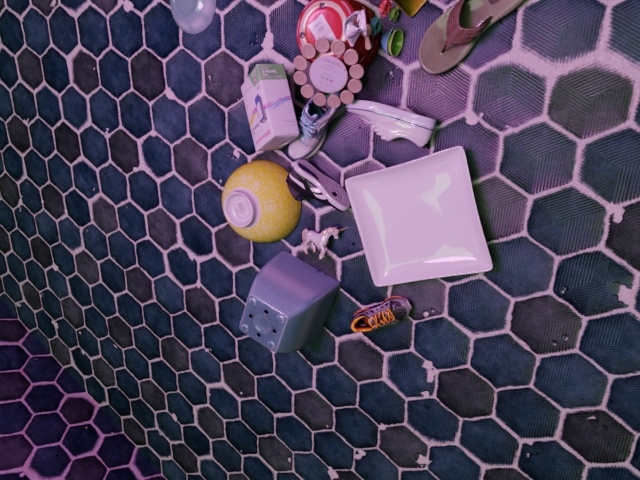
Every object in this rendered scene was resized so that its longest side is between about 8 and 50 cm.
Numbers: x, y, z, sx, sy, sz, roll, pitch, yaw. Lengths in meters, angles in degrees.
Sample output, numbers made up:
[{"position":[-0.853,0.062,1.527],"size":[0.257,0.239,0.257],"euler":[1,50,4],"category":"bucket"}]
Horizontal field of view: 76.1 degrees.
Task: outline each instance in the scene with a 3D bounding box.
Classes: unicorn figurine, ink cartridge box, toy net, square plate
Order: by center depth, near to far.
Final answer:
[{"position":[0.139,-0.526,1.000],"size":[0.045,0.232,0.122],"euler":[29,121,29],"category":"toy net"},{"position":[0.272,-0.054,1.164],"size":[0.347,0.049,0.343],"euler":[-12,99,29],"category":"square plate"},{"position":[-0.151,-0.389,1.217],"size":[0.154,0.093,0.212],"euler":[-10,95,61],"category":"ink cartridge box"},{"position":[0.000,0.000,1.325],"size":[0.162,0.060,0.111],"euler":[13,111,23],"category":"unicorn figurine"}]

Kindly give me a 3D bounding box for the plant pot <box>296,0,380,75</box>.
[{"position":[0.046,-0.541,1.078],"size":[0.191,0.174,0.191],"euler":[7,107,23],"category":"plant pot"}]

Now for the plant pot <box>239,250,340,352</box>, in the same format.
[{"position":[-0.125,0.222,1.344],"size":[0.248,0.252,0.247],"euler":[28,116,18],"category":"plant pot"}]

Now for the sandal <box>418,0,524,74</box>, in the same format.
[{"position":[0.354,-0.532,0.972],"size":[0.303,0.086,0.120],"euler":[-40,85,30],"category":"sandal"}]

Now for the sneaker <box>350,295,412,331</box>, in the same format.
[{"position":[0.188,0.243,1.290],"size":[0.215,0.083,0.084],"euler":[-29,89,29],"category":"sneaker"}]

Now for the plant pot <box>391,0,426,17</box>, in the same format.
[{"position":[0.193,-0.699,0.948],"size":[0.212,0.212,0.187],"euler":[-43,71,30],"category":"plant pot"}]

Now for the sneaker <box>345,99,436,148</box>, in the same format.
[{"position":[0.181,-0.320,1.118],"size":[0.258,0.094,0.091],"euler":[22,109,19],"category":"sneaker"}]

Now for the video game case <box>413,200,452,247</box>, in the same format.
[{"position":[0.325,-0.046,1.175],"size":[0.087,0.011,0.121],"euler":[-13,99,30],"category":"video game case"}]

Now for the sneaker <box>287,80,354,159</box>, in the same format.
[{"position":[-0.026,-0.353,1.197],"size":[0.110,0.122,0.283],"euler":[44,119,9],"category":"sneaker"}]

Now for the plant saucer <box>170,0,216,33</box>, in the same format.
[{"position":[-0.425,-0.777,1.322],"size":[0.195,0.037,0.194],"euler":[7,107,25],"category":"plant saucer"}]

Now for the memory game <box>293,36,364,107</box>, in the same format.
[{"position":[0.020,-0.423,1.042],"size":[0.186,0.012,0.186],"euler":[9,138,8],"category":"memory game"}]

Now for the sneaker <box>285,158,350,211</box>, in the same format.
[{"position":[-0.012,-0.147,1.289],"size":[0.217,0.079,0.121],"euler":[42,136,2],"category":"sneaker"}]

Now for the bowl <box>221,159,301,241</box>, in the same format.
[{"position":[-0.225,-0.116,1.350],"size":[0.290,0.156,0.289],"euler":[8,108,25],"category":"bowl"}]
